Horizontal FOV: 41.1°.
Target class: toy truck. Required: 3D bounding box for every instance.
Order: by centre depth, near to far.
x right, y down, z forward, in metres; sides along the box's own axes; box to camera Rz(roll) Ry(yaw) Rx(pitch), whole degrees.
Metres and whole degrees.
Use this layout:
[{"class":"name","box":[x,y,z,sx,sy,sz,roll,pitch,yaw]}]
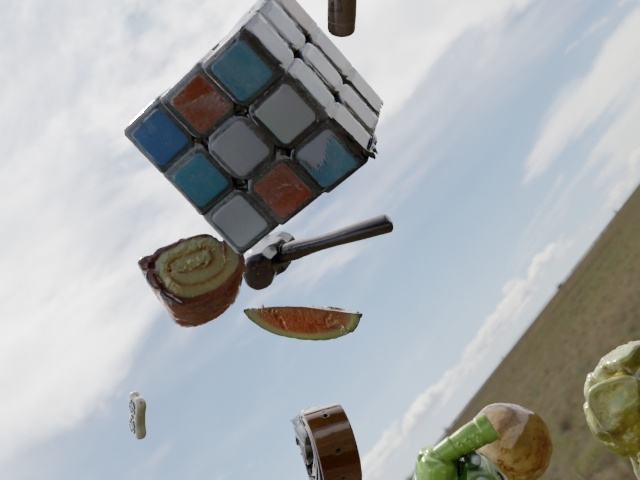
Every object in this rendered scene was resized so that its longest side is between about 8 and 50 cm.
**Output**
[{"class":"toy truck","box":[0.252,0.437,1.579,0.187,0.211,0.148,-15,12,3]}]

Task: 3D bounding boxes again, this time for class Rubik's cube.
[{"class":"Rubik's cube","box":[-0.119,-0.244,1.724,0.359,0.363,0.362,-38,16,28]}]

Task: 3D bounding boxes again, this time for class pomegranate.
[{"class":"pomegranate","box":[0.524,0.573,2.391,0.248,0.248,0.248,-46,-16,-18]}]

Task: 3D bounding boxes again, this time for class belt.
[{"class":"belt","box":[0.015,0.449,1.835,0.105,0.184,0.261,-18,-27,-11]}]

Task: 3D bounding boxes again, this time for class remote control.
[{"class":"remote control","box":[-0.481,0.459,2.239,0.032,0.074,0.122,-8,-67,-31]}]

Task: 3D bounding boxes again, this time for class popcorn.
[{"class":"popcorn","box":[0.772,0.405,1.981,0.292,0.334,0.293,-50,-27,12]}]

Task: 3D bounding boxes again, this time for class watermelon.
[{"class":"watermelon","box":[-0.029,0.157,1.752,0.119,0.245,0.063,72,-156,-60]}]

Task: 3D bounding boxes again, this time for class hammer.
[{"class":"hammer","box":[0.000,0.000,2.218,0.408,0.095,0.242,-18,13,20]}]

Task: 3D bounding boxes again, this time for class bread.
[{"class":"bread","box":[-0.281,0.088,1.996,0.244,0.190,0.123,-24,-21,-20]}]

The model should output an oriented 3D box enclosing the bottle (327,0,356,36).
[{"class":"bottle","box":[0.039,-0.437,1.526,0.053,0.053,0.140,-37,-41,-42]}]
